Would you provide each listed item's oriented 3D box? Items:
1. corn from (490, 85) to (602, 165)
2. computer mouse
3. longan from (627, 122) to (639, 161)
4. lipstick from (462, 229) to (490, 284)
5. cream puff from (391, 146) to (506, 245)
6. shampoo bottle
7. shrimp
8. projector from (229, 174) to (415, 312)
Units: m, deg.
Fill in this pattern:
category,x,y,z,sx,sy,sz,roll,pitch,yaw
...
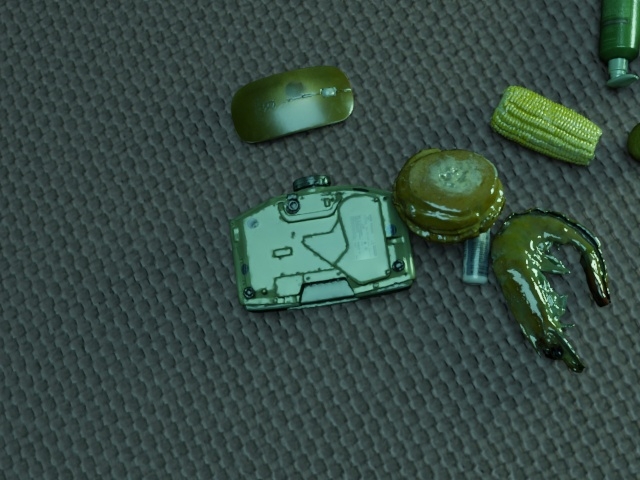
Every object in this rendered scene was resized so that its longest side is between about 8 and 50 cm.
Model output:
category,x,y,z,sx,sy,sz,roll,pitch,yaw
corn,0.346,-0.174,1.327,0.165,0.063,0.085,24,59,9
computer mouse,-0.047,-0.218,1.391,0.199,0.045,0.102,-12,80,5
longan,0.496,-0.142,1.293,0.075,0.075,0.083,17,53,10
lipstick,0.238,-0.004,1.315,0.040,0.040,0.141,4,79,8
cream puff,0.184,-0.060,1.261,0.165,0.115,0.150,20,57,11
shampoo bottle,0.466,-0.335,1.341,0.065,0.065,0.205,5,79,8
shrimp,0.353,0.065,1.285,0.173,0.058,0.253,-27,75,-8
projector,0.000,0.000,1.320,0.269,0.088,0.194,-9,80,4
